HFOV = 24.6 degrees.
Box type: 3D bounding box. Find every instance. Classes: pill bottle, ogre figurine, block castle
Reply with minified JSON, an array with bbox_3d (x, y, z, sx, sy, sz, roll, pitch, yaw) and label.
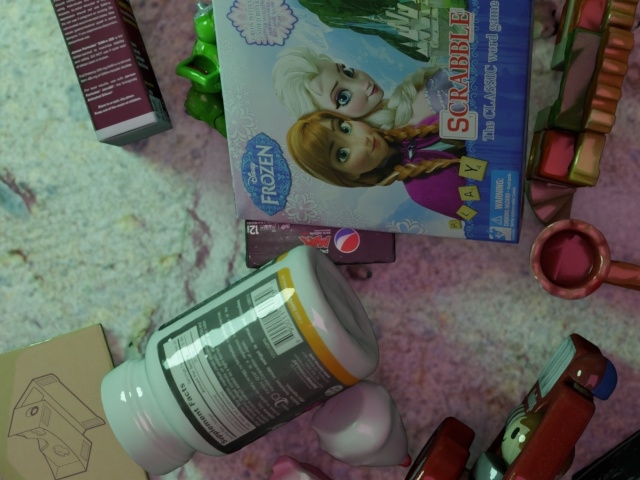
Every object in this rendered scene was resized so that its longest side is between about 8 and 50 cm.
[{"bbox_3d":[-0.089,0.136,1.599,0.278,0.162,0.162,-31,90,14],"label":"pill bottle"},{"bbox_3d":[-0.091,-0.190,1.632,0.118,0.197,0.097,18,51,13],"label":"ogre figurine"},{"bbox_3d":[0.398,-0.140,1.569,0.303,0.213,0.453,12,91,2],"label":"block castle"}]

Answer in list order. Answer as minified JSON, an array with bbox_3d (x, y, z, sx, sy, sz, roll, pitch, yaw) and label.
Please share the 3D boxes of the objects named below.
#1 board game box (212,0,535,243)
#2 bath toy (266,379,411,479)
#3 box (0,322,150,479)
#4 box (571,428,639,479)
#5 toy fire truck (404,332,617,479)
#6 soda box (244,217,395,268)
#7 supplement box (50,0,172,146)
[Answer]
[{"bbox_3d":[0.058,-0.146,1.524,0.318,0.066,0.318,5,132,10],"label":"board game box"},{"bbox_3d":[-0.027,0.308,1.631,0.348,0.151,0.129,-50,124,-2],"label":"bath toy"},{"bbox_3d":[-0.301,0.213,1.688,0.164,0.021,0.201,-17,91,2],"label":"box"},{"bbox_3d":[0.543,0.247,1.437,0.472,0.480,0.297,-37,88,1],"label":"box"},{"bbox_3d":[0.216,0.215,1.538,0.169,0.302,0.254,33,95,5],"label":"toy fire truck"},{"bbox_3d":[0.000,0.000,1.660,0.169,0.053,0.060,-2,91,2],"label":"soda box"},{"bbox_3d":[-0.241,-0.229,1.626,0.073,0.130,0.239,-19,91,2],"label":"supplement box"}]
